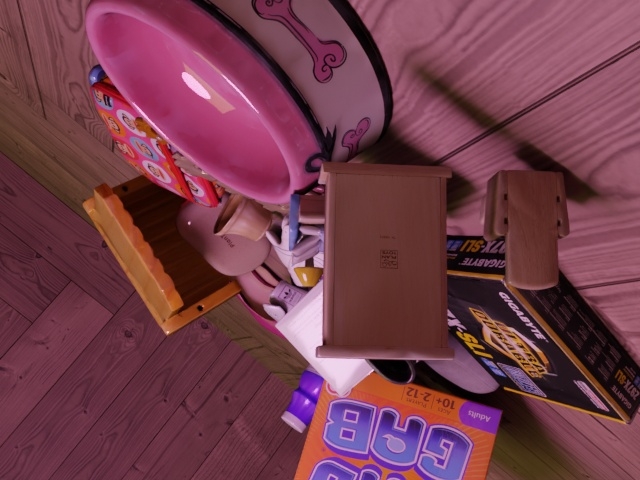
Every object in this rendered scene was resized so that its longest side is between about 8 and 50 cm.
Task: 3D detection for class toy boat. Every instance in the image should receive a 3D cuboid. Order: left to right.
[{"bbox_3d":[-0.213,-0.034,1.603,0.231,0.151,0.151,49,-170,-29],"label":"toy boat"}]

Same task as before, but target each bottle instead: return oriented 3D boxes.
[{"bbox_3d":[0.010,0.355,1.836,0.092,0.283,0.118,46,159,-24],"label":"bottle"}]

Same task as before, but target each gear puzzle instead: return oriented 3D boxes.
[{"bbox_3d":[-0.148,-0.130,1.185,0.338,0.044,0.175,24,162,-27],"label":"gear puzzle"}]

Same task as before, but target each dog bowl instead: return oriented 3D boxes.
[{"bbox_3d":[-0.119,-0.210,0.912,0.407,0.150,0.408,34,161,13],"label":"dog bowl"}]

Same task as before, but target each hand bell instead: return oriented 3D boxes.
[{"bbox_3d":[-0.082,-0.007,1.461,0.242,0.126,0.126,31,165,-20],"label":"hand bell"}]

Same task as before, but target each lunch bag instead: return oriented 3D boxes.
[{"bbox_3d":[-0.261,-0.186,1.316,0.258,0.120,0.293,27,159,20],"label":"lunch bag"}]

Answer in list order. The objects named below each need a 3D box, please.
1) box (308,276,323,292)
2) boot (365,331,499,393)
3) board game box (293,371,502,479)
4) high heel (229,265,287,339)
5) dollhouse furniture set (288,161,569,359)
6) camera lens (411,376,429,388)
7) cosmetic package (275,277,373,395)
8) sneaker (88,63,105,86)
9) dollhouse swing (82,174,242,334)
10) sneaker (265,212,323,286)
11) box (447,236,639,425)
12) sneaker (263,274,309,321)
[{"bbox_3d":[0.035,0.119,1.501,0.029,0.116,0.162,-3,-164,-44],"label":"box"},{"bbox_3d":[0.161,0.182,1.199,0.338,0.118,0.223,37,-155,0],"label":"boot"},{"bbox_3d":[0.158,0.492,1.543,0.356,0.357,0.356,15,166,12],"label":"board game box"},{"bbox_3d":[-0.165,0.128,1.854,0.377,0.127,0.181,37,173,14],"label":"high heel"},{"bbox_3d":[0.103,0.046,0.871,0.286,0.198,0.303,2,170,-4],"label":"dollhouse furniture set"},{"bbox_3d":[0.149,0.473,1.870,0.219,0.274,0.219,34,162,12],"label":"camera lens"},{"bbox_3d":[0.047,0.157,1.360,0.184,0.151,0.151,46,-154,3],"label":"cosmetic package"},{"bbox_3d":[-0.395,-0.291,1.414,0.059,0.053,0.144,27,168,34],"label":"sneaker"},{"bbox_3d":[-0.322,-0.007,1.599,0.347,0.315,0.305,57,144,3],"label":"dollhouse swing"},{"bbox_3d":[0.000,0.000,1.213,0.129,0.111,0.297,46,148,-16],"label":"sneaker"},{"bbox_3d":[0.287,0.124,1.065,0.322,0.079,0.257,46,163,-22],"label":"box"},{"bbox_3d":[-0.013,0.170,1.660,0.210,0.137,0.366,38,166,-7],"label":"sneaker"}]
